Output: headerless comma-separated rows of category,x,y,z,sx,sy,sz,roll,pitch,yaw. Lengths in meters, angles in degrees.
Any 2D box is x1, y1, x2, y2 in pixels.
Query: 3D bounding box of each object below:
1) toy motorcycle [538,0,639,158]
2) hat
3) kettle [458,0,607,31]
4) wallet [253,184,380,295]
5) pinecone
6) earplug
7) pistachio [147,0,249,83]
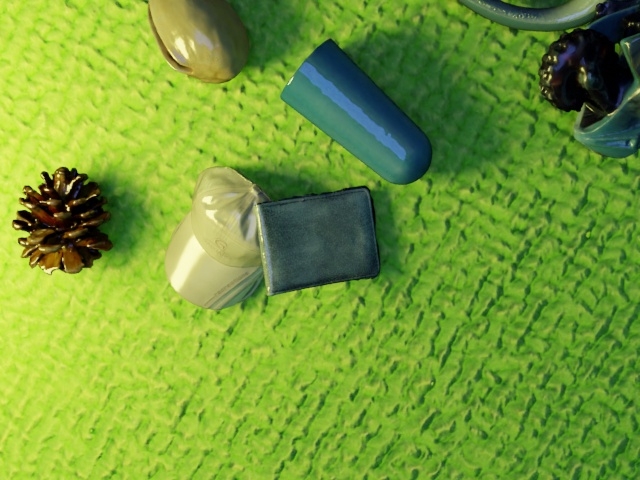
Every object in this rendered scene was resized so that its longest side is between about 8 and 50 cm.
toy motorcycle,0.538,-0.277,1.245,0.416,0.172,0.232,-26,121,-6
hat,-0.184,0.002,1.396,0.219,0.164,0.226,38,79,4
kettle,0.351,-0.486,1.233,0.342,0.247,0.319,0,127,0
wallet,-0.001,0.000,1.369,0.222,0.036,0.167,-11,96,-20
pinecone,-0.467,-0.037,1.426,0.179,0.150,0.195,10,95,13
earplug,0.076,-0.203,1.342,0.273,0.132,0.132,41,101,-2
pistachio,-0.217,-0.365,1.366,0.152,0.126,0.223,-40,84,-23
